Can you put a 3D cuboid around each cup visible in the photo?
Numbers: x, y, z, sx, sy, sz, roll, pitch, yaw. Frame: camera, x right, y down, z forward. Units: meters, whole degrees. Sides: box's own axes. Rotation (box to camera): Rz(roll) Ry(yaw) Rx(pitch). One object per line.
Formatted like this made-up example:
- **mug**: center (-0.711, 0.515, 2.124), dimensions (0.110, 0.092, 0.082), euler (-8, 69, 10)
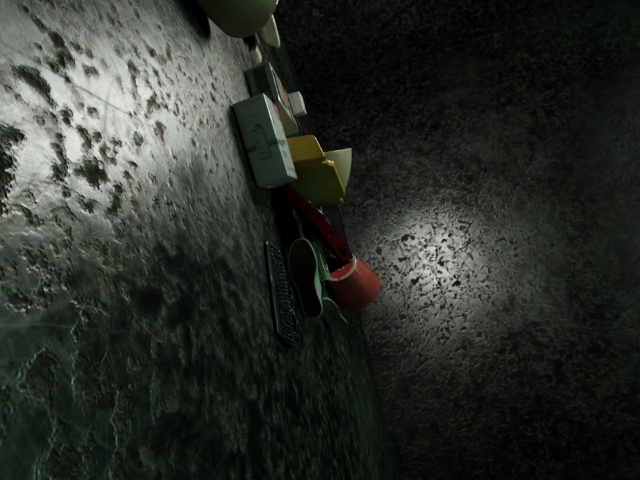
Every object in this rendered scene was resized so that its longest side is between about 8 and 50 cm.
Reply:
- **cup**: center (0.007, -0.316, 2.133), dimensions (0.331, 0.330, 0.237), euler (-71, 152, -77)

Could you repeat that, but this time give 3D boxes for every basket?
- **basket**: center (-0.035, 0.086, 1.731), dimensions (0.113, 0.103, 0.168), euler (-40, 114, -82)

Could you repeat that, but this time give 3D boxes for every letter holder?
- **letter holder**: center (0.000, 0.000, 2.090), dimensions (0.151, 0.214, 0.302), euler (15, 53, -43)

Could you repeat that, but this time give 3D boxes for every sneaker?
- **sneaker**: center (-0.057, 0.130, 1.554), dimensions (0.123, 0.105, 0.291), euler (-98, 180, -81)
- **sneaker**: center (0.037, 0.314, 1.942), dimensions (0.222, 0.083, 0.118), euler (59, -4, -37)

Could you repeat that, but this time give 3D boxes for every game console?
- **game console**: center (-0.026, -0.082, 1.716), dimensions (0.342, 0.060, 0.387), euler (48, -3, 32)

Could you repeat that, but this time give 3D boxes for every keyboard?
- **keyboard**: center (-0.110, 0.173, 1.304), dimensions (0.202, 0.033, 0.318), euler (61, 16, -59)

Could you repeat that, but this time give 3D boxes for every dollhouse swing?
- **dollhouse swing**: center (-0.071, -0.354, 1.809), dimensions (0.347, 0.314, 0.305), euler (59, 28, -59)

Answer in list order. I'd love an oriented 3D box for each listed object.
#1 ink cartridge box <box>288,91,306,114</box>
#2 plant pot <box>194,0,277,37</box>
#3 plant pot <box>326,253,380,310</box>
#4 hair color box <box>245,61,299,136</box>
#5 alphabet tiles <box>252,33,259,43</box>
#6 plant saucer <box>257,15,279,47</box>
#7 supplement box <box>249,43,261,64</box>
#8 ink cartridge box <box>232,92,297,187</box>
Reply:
- **ink cartridge box**: center (-0.110, -0.658, 2.070), dimensions (0.135, 0.056, 0.100), euler (-73, 147, -79)
- **plant pot**: center (-0.300, -0.781, 1.255), dimensions (0.274, 0.256, 0.257), euler (-4, 78, -66)
- **plant pot**: center (0.156, 0.210, 2.329), dimensions (0.243, 0.274, 0.275), euler (53, 20, -40)
- **hair color box**: center (-0.206, -0.614, 1.920), dimensions (0.374, 0.113, 0.186), euler (21, 52, -80)
- **alphabet tiles**: center (-0.349, -1.060, 1.952), dimensions (0.343, 0.011, 0.285), euler (-115, -176, -57)
- **plant saucer**: center (-0.312, -1.107, 2.028), dimensions (0.400, 0.100, 0.401), euler (158, -90, -87)
- **supplement box**: center (-0.308, -0.885, 2.030), dimensions (0.099, 0.036, 0.062), euler (-96, 168, -52)
- **ink cartridge box**: center (-0.184, -0.334, 1.484), dimensions (0.207, 0.117, 0.283), euler (-35, 109, -82)
